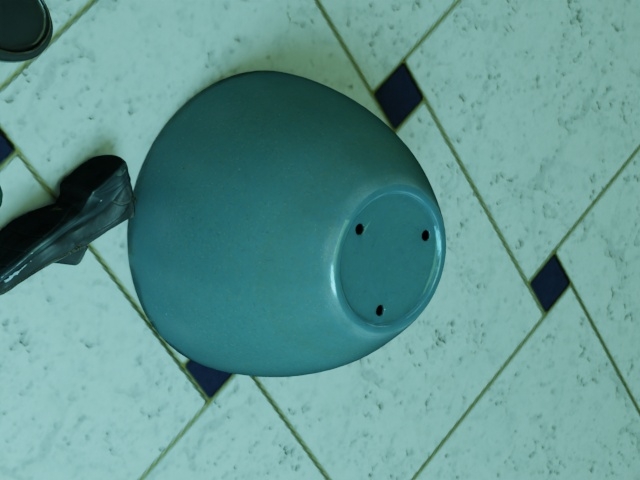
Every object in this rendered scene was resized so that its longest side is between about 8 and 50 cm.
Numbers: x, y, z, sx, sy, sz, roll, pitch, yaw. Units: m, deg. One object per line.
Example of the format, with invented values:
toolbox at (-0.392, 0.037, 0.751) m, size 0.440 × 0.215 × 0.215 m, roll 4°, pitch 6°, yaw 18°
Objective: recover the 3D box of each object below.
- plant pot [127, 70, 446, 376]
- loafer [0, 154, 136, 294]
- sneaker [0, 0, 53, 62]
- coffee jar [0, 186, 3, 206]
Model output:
plant pot at (0.000, 0.000, 1.460) m, size 0.290 × 0.195 × 0.290 m, roll -11°, pitch 108°, yaw -39°
loafer at (-0.220, -0.001, 1.363) m, size 0.170 × 0.062 × 0.061 m, roll -40°, pitch 128°, yaw -25°
sneaker at (-0.274, -0.203, 1.229) m, size 0.222 × 0.118 × 0.083 m, roll 37°, pitch 76°, yaw -39°
coffee jar at (-0.344, -0.020, 1.237) m, size 0.184 × 0.079 × 0.096 m, roll -36°, pitch 114°, yaw -29°
